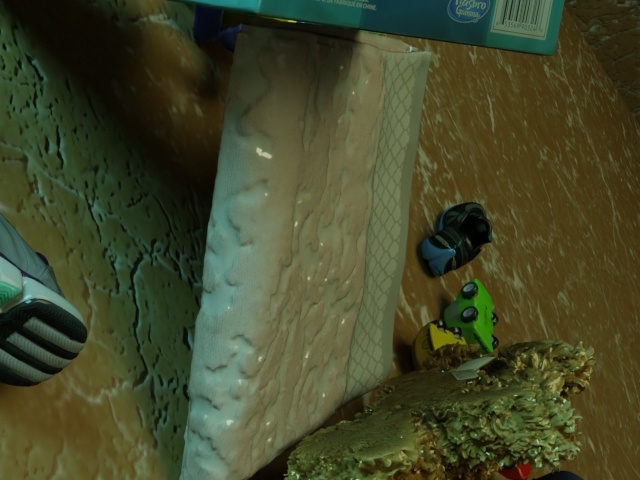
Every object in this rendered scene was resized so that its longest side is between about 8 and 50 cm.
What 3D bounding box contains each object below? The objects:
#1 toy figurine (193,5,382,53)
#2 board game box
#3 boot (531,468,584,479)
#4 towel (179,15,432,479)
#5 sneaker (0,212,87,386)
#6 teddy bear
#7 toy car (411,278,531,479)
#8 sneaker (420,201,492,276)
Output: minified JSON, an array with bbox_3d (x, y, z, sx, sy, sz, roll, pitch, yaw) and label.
[{"bbox_3d":[-0.056,-0.190,1.091,0.217,0.191,0.362,21,63,-8],"label":"toy figurine"},{"bbox_3d":[-0.045,-0.194,0.774,0.254,0.336,0.079,-2,105,-43],"label":"board game box"},{"bbox_3d":[0.208,0.271,1.118,0.082,0.106,0.219,65,-10,-11],"label":"boot"},{"bbox_3d":[0.000,0.000,0.898,0.317,0.053,0.331,-17,117,-64],"label":"towel"},{"bbox_3d":[-0.228,-0.002,0.639,0.223,0.083,0.098,46,8,-42],"label":"sneaker"},{"bbox_3d":[0.105,0.167,0.947,0.338,0.245,0.113,-31,108,-68],"label":"teddy bear"},{"bbox_3d":[0.169,0.135,1.322,0.239,0.053,0.225,54,27,-28],"label":"toy car"},{"bbox_3d":[0.184,-0.006,1.440,0.067,0.078,0.188,64,24,-7],"label":"sneaker"}]
